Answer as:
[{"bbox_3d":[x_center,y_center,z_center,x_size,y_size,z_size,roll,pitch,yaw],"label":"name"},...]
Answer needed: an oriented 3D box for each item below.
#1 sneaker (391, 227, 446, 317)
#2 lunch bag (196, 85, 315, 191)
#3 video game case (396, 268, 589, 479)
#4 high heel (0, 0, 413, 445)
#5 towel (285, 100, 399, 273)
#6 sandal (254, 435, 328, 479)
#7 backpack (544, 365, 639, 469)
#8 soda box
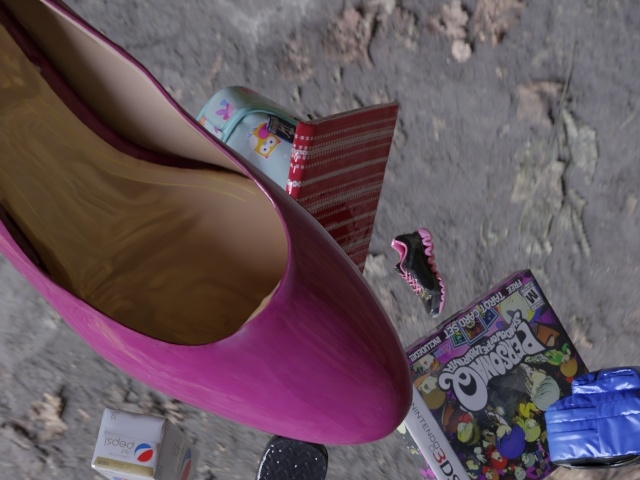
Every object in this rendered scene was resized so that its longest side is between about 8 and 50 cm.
[{"bbox_3d":[0.119,0.042,1.618,0.057,0.047,0.119,-5,67,-21],"label":"sneaker"},{"bbox_3d":[-0.084,-0.037,1.594,0.279,0.224,0.108,-58,32,7],"label":"lunch bag"},{"bbox_3d":[0.195,0.179,1.456,0.232,0.042,0.210,-32,95,-21],"label":"video game case"},{"bbox_3d":[-0.100,-0.025,0.582,0.377,0.181,0.127,35,81,-6],"label":"high heel"},{"bbox_3d":[0.000,0.000,1.295,0.031,0.199,0.275,20,111,23],"label":"towel"},{"bbox_3d":[-0.037,0.220,0.984,0.067,0.040,0.179,19,108,-5],"label":"sandal"},{"bbox_3d":[0.290,0.182,1.309,0.120,0.098,0.101,-18,69,32],"label":"backpack"},{"bbox_3d":[-0.194,0.248,1.468,0.074,0.216,0.069,9,71,8],"label":"soda box"}]
